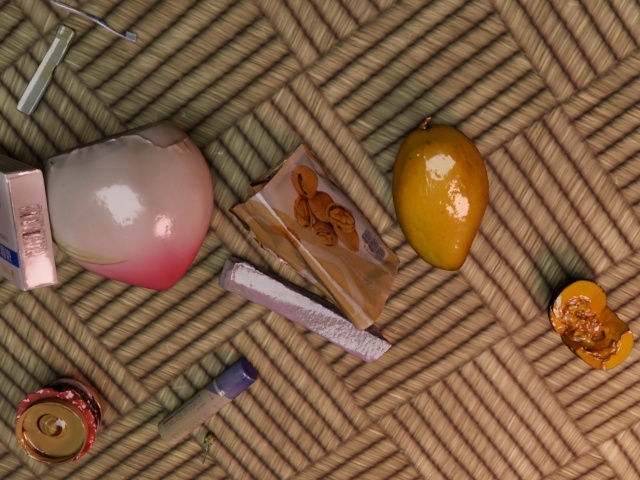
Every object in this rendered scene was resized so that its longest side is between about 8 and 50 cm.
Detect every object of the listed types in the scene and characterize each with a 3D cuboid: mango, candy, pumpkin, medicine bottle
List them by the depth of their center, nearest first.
[{"bbox_3d":[0.222,-0.080,1.476,0.177,0.119,0.316,-7,117,0],"label":"mango"},{"bbox_3d":[0.511,0.154,1.549,0.119,0.107,0.183,-33,97,3],"label":"pumpkin"},{"bbox_3d":[-0.232,0.332,1.642,0.231,0.059,0.059,-39,104,12],"label":"medicine bottle"},{"bbox_3d":[-0.243,0.446,1.701,0.023,0.025,0.083,9,116,-20],"label":"candy"}]

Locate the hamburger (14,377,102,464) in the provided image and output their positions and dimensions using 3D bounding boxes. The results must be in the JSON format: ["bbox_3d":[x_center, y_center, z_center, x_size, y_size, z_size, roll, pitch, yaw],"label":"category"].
[{"bbox_3d":[-0.518,0.354,1.612,0.175,0.137,0.175,2,110,5],"label":"hamburger"}]

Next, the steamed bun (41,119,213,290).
[{"bbox_3d":[-0.322,-0.045,1.394,0.310,0.309,0.309,0,108,1],"label":"steamed bun"}]

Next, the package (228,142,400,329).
[{"bbox_3d":[-0.022,0.014,1.482,0.165,0.221,0.311,-34,105,33],"label":"package"}]

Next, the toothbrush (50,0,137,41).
[{"bbox_3d":[-0.405,-0.392,1.429,0.162,0.014,0.017,22,122,-6],"label":"toothbrush"}]

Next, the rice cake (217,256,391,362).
[{"bbox_3d":[-0.030,0.135,1.575,0.365,0.056,0.072,27,101,-8],"label":"rice cake"}]

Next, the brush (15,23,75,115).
[{"bbox_3d":[-0.495,-0.307,1.453,0.033,0.030,0.178,32,96,7],"label":"brush"}]

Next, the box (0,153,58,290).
[{"bbox_3d":[-0.567,-0.052,1.395,0.065,0.343,0.200,-17,114,-37],"label":"box"}]
